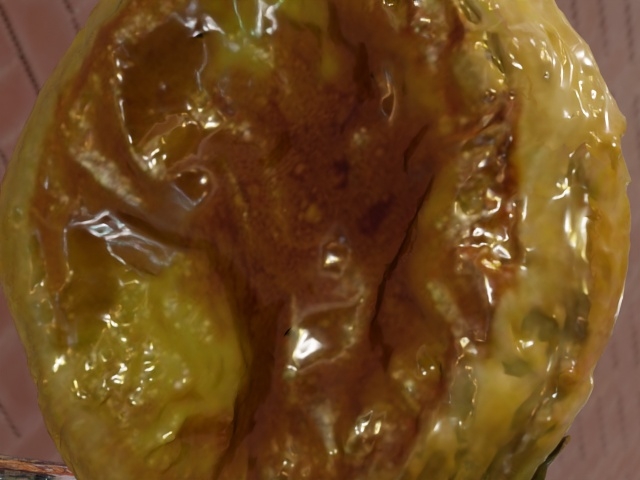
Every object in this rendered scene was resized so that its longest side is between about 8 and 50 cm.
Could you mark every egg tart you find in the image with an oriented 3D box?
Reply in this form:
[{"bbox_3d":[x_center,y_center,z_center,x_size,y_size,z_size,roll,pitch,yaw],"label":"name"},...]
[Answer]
[{"bbox_3d":[0.000,0.000,0.935,0.178,0.443,0.443,11,101,-56],"label":"egg tart"}]

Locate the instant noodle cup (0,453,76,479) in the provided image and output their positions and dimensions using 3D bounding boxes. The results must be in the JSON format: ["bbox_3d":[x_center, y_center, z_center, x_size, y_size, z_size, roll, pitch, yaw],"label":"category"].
[{"bbox_3d":[-0.245,0.239,1.170,0.127,0.127,0.135,14,83,-55],"label":"instant noodle cup"}]
